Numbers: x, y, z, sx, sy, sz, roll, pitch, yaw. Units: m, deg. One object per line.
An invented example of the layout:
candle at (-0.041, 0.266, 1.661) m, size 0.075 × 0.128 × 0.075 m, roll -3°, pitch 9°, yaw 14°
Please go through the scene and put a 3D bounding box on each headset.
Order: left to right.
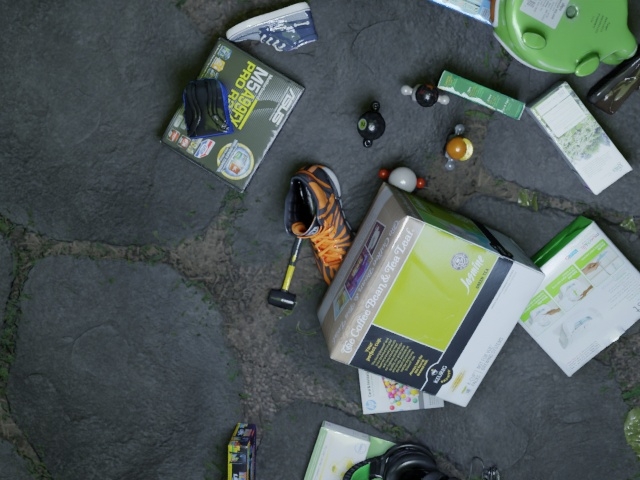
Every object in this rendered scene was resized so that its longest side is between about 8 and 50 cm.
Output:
headset at (0.232, 0.573, 1.951) m, size 0.394 × 0.243 × 0.185 m, roll -7°, pitch 111°, yaw -25°

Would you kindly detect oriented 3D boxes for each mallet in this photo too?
mallet at (-0.058, 0.067, 1.988) m, size 0.062 × 0.039 × 0.189 m, roll 24°, pitch 96°, yaw -1°

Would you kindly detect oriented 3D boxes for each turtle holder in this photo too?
turtle holder at (0.492, -0.462, 1.763) m, size 0.320 × 0.227 × 0.243 m, roll -8°, pitch 107°, yaw -13°

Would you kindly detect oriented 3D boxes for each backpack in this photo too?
backpack at (-0.239, -0.278, 1.845) m, size 0.098 × 0.101 × 0.120 m, roll -9°, pitch 95°, yaw 3°

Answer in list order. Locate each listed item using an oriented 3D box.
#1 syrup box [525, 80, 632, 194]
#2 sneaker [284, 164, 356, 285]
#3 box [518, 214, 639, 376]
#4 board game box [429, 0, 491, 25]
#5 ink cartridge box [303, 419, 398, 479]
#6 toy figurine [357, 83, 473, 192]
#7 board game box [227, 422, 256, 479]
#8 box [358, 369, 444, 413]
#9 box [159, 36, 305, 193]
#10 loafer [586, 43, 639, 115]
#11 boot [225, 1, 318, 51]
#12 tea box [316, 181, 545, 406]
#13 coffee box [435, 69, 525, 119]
syrup box at (0.547, -0.218, 1.869) m, size 0.093 × 0.096 × 0.237 m, roll -38°, pitch 96°, yaw 10°
sneaker at (0.000, 0.000, 1.887) m, size 0.125 × 0.180 × 0.321 m, roll -21°, pitch 95°, yaw 23°
box at (0.555, 0.119, 1.909) m, size 0.262 × 0.127 × 0.231 m, roll -43°, pitch 95°, yaw 9°
board game box at (0.332, -0.582, 1.852) m, size 0.160 × 0.039 × 0.211 m, roll 22°, pitch 101°, yaw -1°
ink cartridge box at (0.090, 0.536, 2.045) m, size 0.235 × 0.056 × 0.171 m, roll 18°, pitch 99°, yaw 3°
toy figurine at (0.198, -0.220, 1.864) m, size 0.209 × 0.148 × 0.213 m, roll -27°, pitch 96°, yaw 8°
board game box at (-0.179, 0.524, 2.014) m, size 0.048 × 0.141 × 0.170 m, roll 2°, pitch 100°, yaw 5°
box at (0.183, 0.316, 2.010) m, size 0.186 × 0.038 × 0.145 m, roll -5°, pitch 98°, yaw 6°
box at (-0.192, -0.274, 1.925) m, size 0.216 × 0.060 × 0.270 m, roll 32°, pitch 100°, yaw -2°
loafer at (0.669, -0.350, 1.856) m, size 0.220 × 0.080 × 0.078 m, roll -40°, pitch 102°, yaw 16°
boot at (-0.103, -0.441, 1.886) m, size 0.190 × 0.069 × 0.086 m, roll -18°, pitch 95°, yaw 5°
tea box at (0.212, 0.109, 1.793) m, size 0.323 × 0.220 × 0.329 m, roll 23°, pitch 107°, yaw -17°
coffee box at (0.335, -0.310, 1.861) m, size 0.184 × 0.113 × 0.040 m, roll 22°, pitch 103°, yaw -2°
